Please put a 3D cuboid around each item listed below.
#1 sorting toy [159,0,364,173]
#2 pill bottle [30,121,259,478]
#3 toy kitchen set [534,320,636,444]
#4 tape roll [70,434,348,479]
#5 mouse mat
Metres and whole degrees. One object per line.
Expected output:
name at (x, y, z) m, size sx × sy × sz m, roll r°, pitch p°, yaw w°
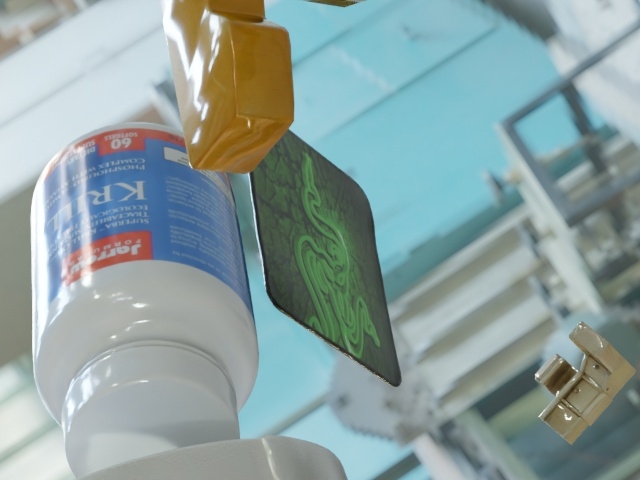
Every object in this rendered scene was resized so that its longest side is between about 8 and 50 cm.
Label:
sorting toy at (-0.032, -0.189, 0.547) m, size 0.229 × 0.041 × 0.307 m, roll -47°, pitch 47°, yaw 47°
pill bottle at (-0.099, 0.040, 1.097) m, size 0.221 × 0.124 × 0.124 m, roll -104°, pitch -11°, yaw -54°
toy kitchen set at (0.203, 0.110, 1.647) m, size 0.068 × 0.083 × 0.075 m, roll 41°, pitch 180°, yaw 35°
tape roll at (-0.075, 0.229, 1.013) m, size 0.246 × 0.246 × 0.169 m, roll 74°, pitch 175°, yaw -65°
mouse mat at (0.000, 0.000, 1.378) m, size 0.152 × 0.007 × 0.190 m, roll 36°, pitch -146°, yaw -42°
